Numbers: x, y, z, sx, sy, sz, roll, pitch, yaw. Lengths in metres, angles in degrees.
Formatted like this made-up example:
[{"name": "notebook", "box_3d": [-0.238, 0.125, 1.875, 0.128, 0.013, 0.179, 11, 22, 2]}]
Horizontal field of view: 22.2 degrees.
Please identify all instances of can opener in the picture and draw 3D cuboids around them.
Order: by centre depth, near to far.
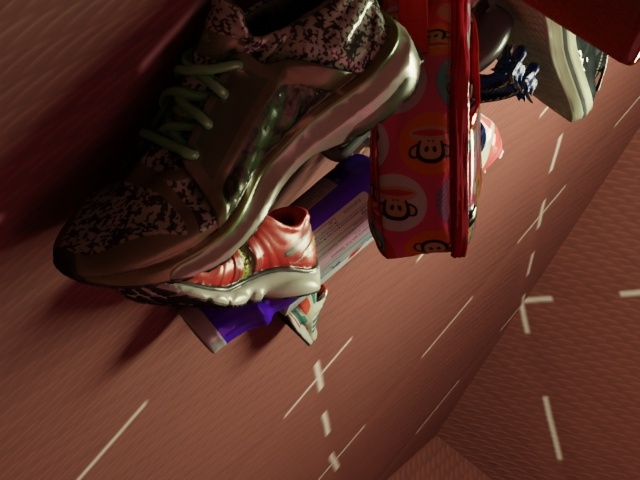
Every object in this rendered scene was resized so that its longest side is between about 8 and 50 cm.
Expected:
[{"name": "can opener", "box_3d": [0.114, -0.189, 1.887, 0.283, 0.095, 0.076, -47, 165, -19]}]

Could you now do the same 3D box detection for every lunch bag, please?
[{"name": "lunch bag", "box_3d": [0.105, -0.147, 1.678, 0.293, 0.120, 0.258, -82, 169, -58]}]

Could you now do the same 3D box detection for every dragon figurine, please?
[{"name": "dragon figurine", "box_3d": [0.141, -0.135, 1.960, 0.289, 0.144, 0.085, -49, 132, -15]}]

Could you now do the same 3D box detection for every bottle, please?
[{"name": "bottle", "box_3d": [-0.036, 0.017, 1.880, 0.283, 0.092, 0.118, -40, -174, -9]}]

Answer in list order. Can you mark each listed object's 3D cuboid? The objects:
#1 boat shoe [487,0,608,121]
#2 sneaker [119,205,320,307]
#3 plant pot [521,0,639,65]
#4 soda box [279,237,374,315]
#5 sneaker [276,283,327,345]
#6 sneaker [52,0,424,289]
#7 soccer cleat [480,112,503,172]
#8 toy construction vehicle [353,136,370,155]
[{"name": "boat shoe", "box_3d": [0.304, -0.293, 2.063, 0.156, 0.187, 0.500, -45, 160, -6]}, {"name": "sneaker", "box_3d": [-0.108, 0.008, 1.708, 0.279, 0.107, 0.118, -7, 95, -53]}, {"name": "plant pot", "box_3d": [0.291, -0.364, 1.645, 0.235, 0.267, 0.267, -61, 167, 27]}, {"name": "soda box", "box_3d": [0.000, 0.000, 2.035, 0.216, 0.074, 0.069, -40, 162, -42]}, {"name": "sneaker", "box_3d": [-0.015, 0.094, 2.248, 0.075, 0.057, 0.161, -45, 163, -4]}, {"name": "sneaker", "box_3d": [-0.092, -0.124, 1.425, 0.410, 0.158, 0.182, -43, 132, -25]}, {"name": "soccer cleat", "box_3d": [0.165, -0.084, 2.377, 0.248, 0.083, 0.095, -46, 136, -3]}, {"name": "toy construction vehicle", "box_3d": [0.076, -0.124, 2.065, 0.098, 0.035, 0.086, -65, 164, 15]}]
